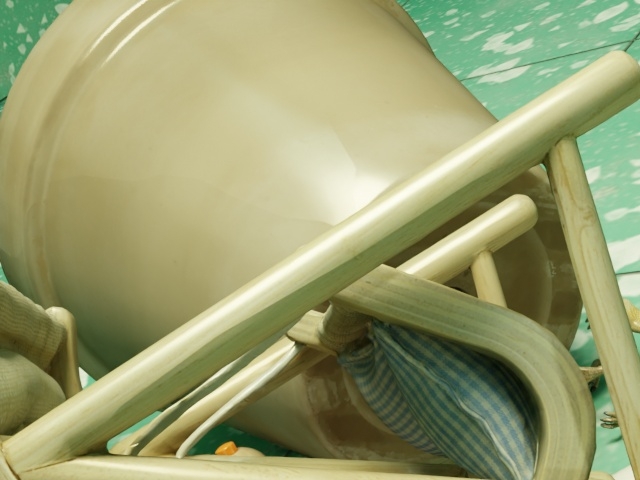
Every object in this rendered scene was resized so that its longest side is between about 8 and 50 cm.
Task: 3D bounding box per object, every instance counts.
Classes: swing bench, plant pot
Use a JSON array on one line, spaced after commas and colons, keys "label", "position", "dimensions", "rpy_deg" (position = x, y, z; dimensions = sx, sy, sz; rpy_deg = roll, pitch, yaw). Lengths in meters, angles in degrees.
[{"label": "swing bench", "position": [-0.001, 0.064, 0.560], "dimensions": [0.255, 0.165, 0.253], "rpy_deg": [-15, -8, -2]}, {"label": "plant pot", "position": [0.000, 0.000, 0.863], "dimensions": [0.323, 0.323, 0.280], "rpy_deg": [-31, 34, -18]}]

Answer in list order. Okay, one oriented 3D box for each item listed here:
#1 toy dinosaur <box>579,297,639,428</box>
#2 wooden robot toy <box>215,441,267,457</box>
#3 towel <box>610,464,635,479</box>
[{"label": "toy dinosaur", "position": [0.199, 0.063, 0.817], "dimensions": [0.093, 0.053, 0.183], "rpy_deg": [3, 37, 25]}, {"label": "wooden robot toy", "position": [-0.047, 0.152, 0.788], "dimensions": [0.076, 0.079, 0.173], "rpy_deg": [-17, 13, 46]}, {"label": "towel", "position": [0.082, 0.190, 0.618], "dimensions": [0.329, 0.037, 0.237], "rpy_deg": [-25, 18, 0]}]
